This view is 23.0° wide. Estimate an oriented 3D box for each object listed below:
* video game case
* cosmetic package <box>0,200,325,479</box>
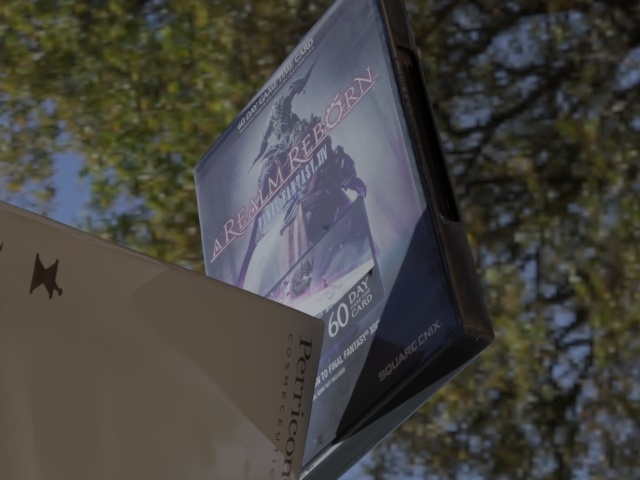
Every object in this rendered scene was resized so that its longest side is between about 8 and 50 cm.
[{"bbox_3d":[0.000,0.000,0.876,0.026,0.196,0.274,20,-139,-31],"label":"video game case"},{"bbox_3d":[-0.152,0.098,0.657,0.385,0.156,0.217,20,-102,-64],"label":"cosmetic package"}]
